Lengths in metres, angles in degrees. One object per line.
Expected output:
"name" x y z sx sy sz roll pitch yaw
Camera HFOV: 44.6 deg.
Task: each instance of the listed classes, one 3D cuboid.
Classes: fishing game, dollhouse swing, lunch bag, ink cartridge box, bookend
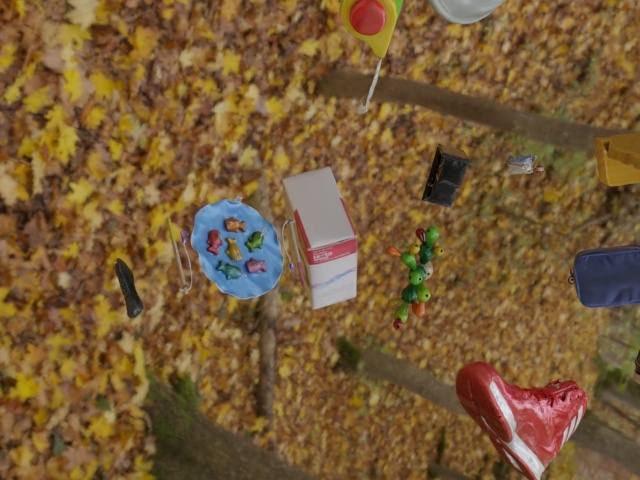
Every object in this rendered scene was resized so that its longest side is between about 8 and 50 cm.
"fishing game" -0.137 0.008 1.353 0.264 0.041 0.189 3 66 -38
"dollhouse swing" 0.795 -0.047 1.704 0.315 0.347 0.305 -9 117 -25
"lunch bag" 0.350 0.043 0.945 0.065 0.098 0.067 -17 101 -69
"ink cartridge box" 0.000 0.000 1.955 0.131 0.226 0.306 -16 148 -10
"bookend" 0.314 -0.151 1.971 0.156 0.072 0.157 -74 178 -73

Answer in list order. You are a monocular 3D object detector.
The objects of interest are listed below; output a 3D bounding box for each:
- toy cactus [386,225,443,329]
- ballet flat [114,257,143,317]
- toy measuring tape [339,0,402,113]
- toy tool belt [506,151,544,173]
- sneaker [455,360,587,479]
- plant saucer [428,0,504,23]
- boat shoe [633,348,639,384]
"toy cactus" 0.196 0.069 1.633 0.180 0.112 0.219 -26 126 -73
"ballet flat" -0.516 0.123 2.057 0.049 0.173 0.057 -33 156 20
"toy measuring tape" 0.080 -0.398 1.515 0.121 0.121 0.330 -49 164 -43
"toy tool belt" 0.461 -0.176 1.755 0.052 0.083 0.051 -8 97 -65
"sneaker" 0.256 0.195 0.981 0.128 0.087 0.221 -43 129 -15
"plant saucer" 0.339 -0.599 1.461 0.400 0.100 0.400 -29 133 -36
"boat shoe" 0.472 0.160 0.918 0.075 0.206 0.065 -6 102 -42
